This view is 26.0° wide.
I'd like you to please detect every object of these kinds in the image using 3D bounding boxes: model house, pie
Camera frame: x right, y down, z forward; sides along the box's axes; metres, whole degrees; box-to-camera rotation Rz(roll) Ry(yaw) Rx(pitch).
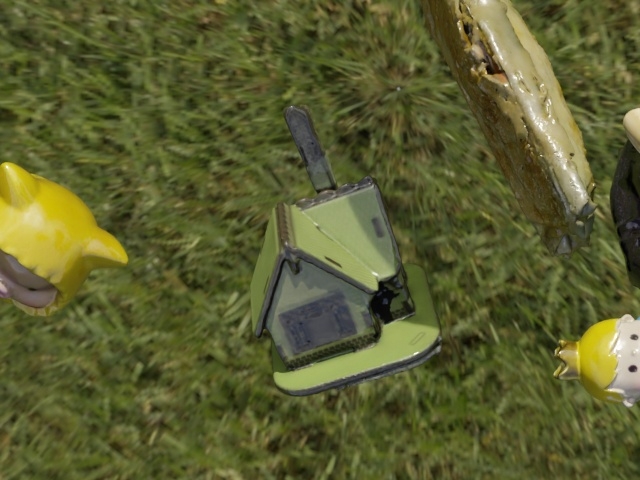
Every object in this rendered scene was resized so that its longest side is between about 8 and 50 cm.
[{"bbox_3d":[0.000,0.000,1.567,0.205,0.218,0.279,-18,119,4],"label":"model house"},{"bbox_3d":[0.148,-0.113,1.070,0.068,0.128,0.282,-19,67,-3],"label":"pie"}]

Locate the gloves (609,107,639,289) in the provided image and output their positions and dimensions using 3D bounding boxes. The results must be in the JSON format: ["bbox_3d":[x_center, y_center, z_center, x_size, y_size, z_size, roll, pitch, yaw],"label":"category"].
[{"bbox_3d":[0.326,-0.010,1.162,0.152,0.301,0.197,-23,132,24],"label":"gloves"}]

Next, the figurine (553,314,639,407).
[{"bbox_3d":[0.421,0.162,1.747,0.234,0.185,0.127,12,101,-8],"label":"figurine"}]

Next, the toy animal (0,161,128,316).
[{"bbox_3d":[-0.288,-0.001,1.380,0.156,0.230,0.156,1,87,-24],"label":"toy animal"}]
